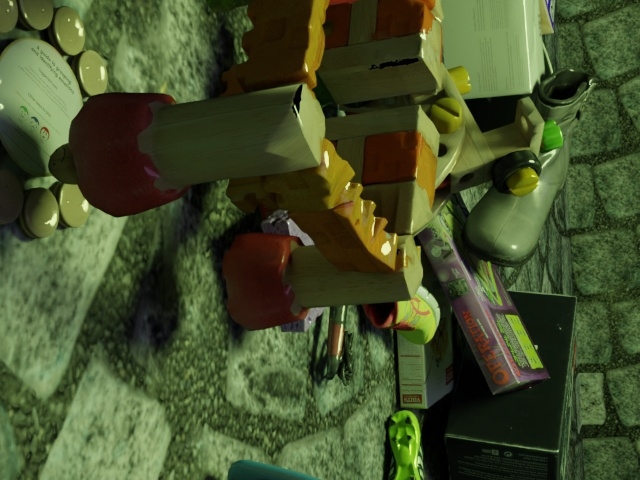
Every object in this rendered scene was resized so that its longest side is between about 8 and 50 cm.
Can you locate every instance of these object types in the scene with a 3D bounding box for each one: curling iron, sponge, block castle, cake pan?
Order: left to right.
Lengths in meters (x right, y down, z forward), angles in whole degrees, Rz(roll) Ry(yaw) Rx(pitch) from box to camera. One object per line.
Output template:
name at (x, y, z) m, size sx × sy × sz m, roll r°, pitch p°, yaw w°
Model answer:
block castle at (-0.042, -0.177, 0.794) m, size 0.303 × 0.213 × 0.453 m, roll 49°, pitch 41°, yaw -54°
sponge at (0.000, 0.000, 0.995) m, size 0.210 × 0.031 × 0.117 m, roll -47°, pitch 130°, yaw -61°
curling iron at (0.024, 0.045, 1.163) m, size 0.068 × 0.035 × 0.274 m, roll 80°, pitch 10°, yaw -70°
cake pan at (0.313, -0.272, 1.654) m, size 0.293 × 0.054 × 0.293 m, roll 163°, pitch -90°, yaw -76°

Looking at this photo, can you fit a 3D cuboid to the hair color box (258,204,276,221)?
hair color box at (-0.025, -0.005, 1.034) m, size 0.072 × 0.043 × 0.141 m, roll -53°, pitch 136°, yaw -57°

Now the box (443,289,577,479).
box at (0.339, 0.312, 1.632) m, size 0.343 × 0.179 × 0.312 m, roll -67°, pitch 156°, yaw -45°

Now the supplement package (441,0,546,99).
supplement package at (0.232, -0.320, 1.466) m, size 0.149 × 0.203 × 0.194 m, roll -32°, pitch 117°, yaw -64°

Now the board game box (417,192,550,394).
board game box at (0.233, 0.063, 1.437) m, size 0.208 × 0.056 × 0.346 m, roll 20°, pitch 44°, yaw -66°

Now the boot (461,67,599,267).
boot at (0.316, -0.124, 1.419) m, size 0.338 × 0.118 × 0.222 m, roll -54°, pitch 160°, yaw -50°

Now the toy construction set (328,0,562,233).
toy construction set at (0.141, -0.164, 1.088) m, size 0.257 × 0.237 × 0.309 m, roll -102°, pitch 176°, yaw -57°

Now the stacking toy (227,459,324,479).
stacking toy at (-0.086, 0.327, 0.766) m, size 0.302 × 0.166 × 0.175 m, roll -28°, pitch 118°, yaw -49°

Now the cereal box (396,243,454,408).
cereal box at (0.162, 0.125, 1.451) m, size 0.173 × 0.047 × 0.240 m, roll -6°, pitch 92°, yaw -68°

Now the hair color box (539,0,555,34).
hair color box at (0.291, -0.494, 1.648) m, size 0.339 × 0.185 × 0.110 m, roll 49°, pitch 44°, yaw -55°

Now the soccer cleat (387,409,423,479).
soccer cleat at (0.123, 0.331, 1.329) m, size 0.072 × 0.060 × 0.179 m, roll 45°, pitch 44°, yaw -59°

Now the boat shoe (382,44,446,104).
boat shoe at (0.098, -0.252, 1.277) m, size 0.158 × 0.127 × 0.340 m, roll 18°, pitch 63°, yaw -59°

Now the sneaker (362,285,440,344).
sneaker at (0.096, 0.090, 1.281) m, size 0.208 × 0.081 × 0.094 m, roll 55°, pitch 45°, yaw -41°

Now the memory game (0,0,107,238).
memory game at (-0.203, -0.093, 0.667) m, size 0.186 × 0.012 × 0.186 m, roll -3°, pitch 90°, yaw -66°
